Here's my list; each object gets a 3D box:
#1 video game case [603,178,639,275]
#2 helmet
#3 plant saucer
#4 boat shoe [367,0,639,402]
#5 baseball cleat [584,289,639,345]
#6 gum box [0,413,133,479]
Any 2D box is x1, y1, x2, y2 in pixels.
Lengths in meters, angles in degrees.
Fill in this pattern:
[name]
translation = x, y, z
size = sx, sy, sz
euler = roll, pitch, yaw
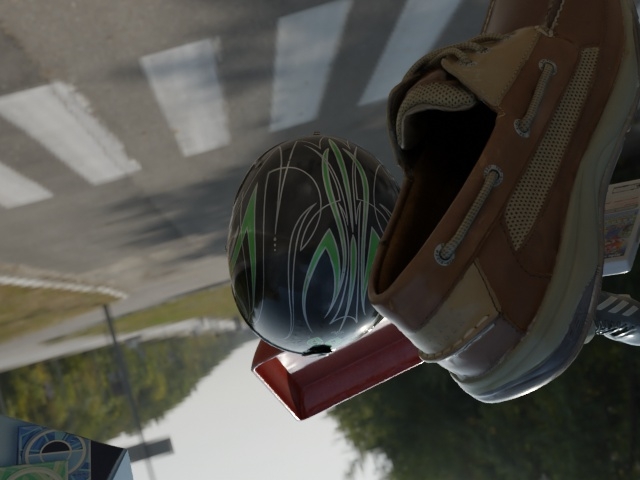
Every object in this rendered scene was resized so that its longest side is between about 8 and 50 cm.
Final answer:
[video game case]
translation = 0.183, -0.006, 0.791
size = 0.087, 0.011, 0.122
euler = -11, -156, 30
[helmet]
translation = 0.000, 0.000, 0.949
size = 0.169, 0.169, 0.161
euler = -16, 149, -29
[plant saucer]
translation = 0.055, 0.107, 1.310
size = 0.258, 0.048, 0.259
euler = -27, 156, 0
[boat shoe]
translation = 0.104, -0.070, 0.659
size = 0.116, 0.324, 0.123
euler = 29, 142, -19
[baseball cleat]
translation = 0.331, 0.099, 1.376
size = 0.206, 0.109, 0.072
euler = 30, 137, -22
[gum box]
translation = -0.183, 0.124, 0.407
size = 0.184, 0.041, 0.157
euler = 14, -132, 10
